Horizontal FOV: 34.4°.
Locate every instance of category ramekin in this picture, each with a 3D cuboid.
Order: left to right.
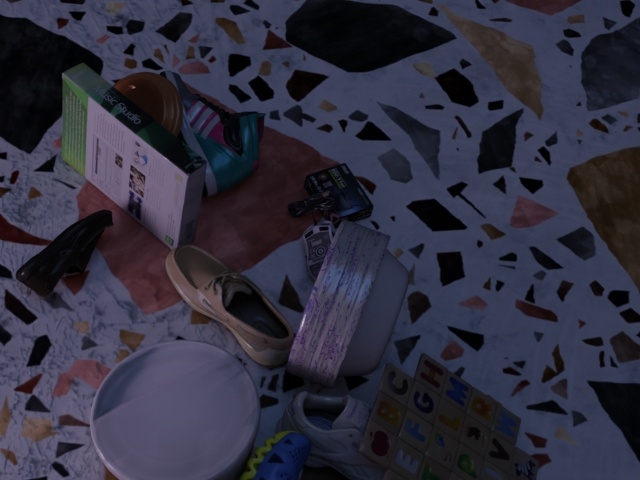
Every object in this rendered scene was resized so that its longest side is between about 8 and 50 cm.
[{"bbox_3d":[-0.227,0.304,1.668,0.273,0.127,0.272,0,51,1],"label":"ramekin"}]

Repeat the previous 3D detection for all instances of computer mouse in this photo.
[{"bbox_3d":[0.000,0.000,1.984,0.106,0.042,0.192,-18,63,16],"label":"computer mouse"}]

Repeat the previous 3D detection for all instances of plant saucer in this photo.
[{"bbox_3d":[-0.363,-0.239,2.024,0.200,0.037,0.199,-6,75,22],"label":"plant saucer"}]

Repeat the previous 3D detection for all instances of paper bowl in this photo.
[{"bbox_3d":[0.055,0.118,1.774,0.148,0.284,0.284,20,55,2],"label":"paper bowl"}]

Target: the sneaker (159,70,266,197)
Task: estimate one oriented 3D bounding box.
[{"bbox_3d":[-0.201,-0.235,2.065,0.179,0.123,0.295,-18,66,-17],"label":"sneaker"}]

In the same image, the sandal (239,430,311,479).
[{"bbox_3d":[-0.080,0.448,1.604,0.138,0.126,0.317,14,63,24],"label":"sandal"}]

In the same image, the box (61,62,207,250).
[{"bbox_3d":[-0.352,-0.151,1.915,0.322,0.232,0.058,38,53,15],"label":"box"}]

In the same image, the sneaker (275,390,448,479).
[{"bbox_3d":[0.076,0.341,1.704,0.305,0.152,0.114,19,47,2],"label":"sneaker"}]

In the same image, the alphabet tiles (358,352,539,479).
[{"bbox_3d":[0.222,0.360,1.721,0.343,0.011,0.285,35,52,-15],"label":"alphabet tiles"}]

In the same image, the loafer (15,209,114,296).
[{"bbox_3d":[-0.454,0.025,1.883,0.220,0.080,0.078,-44,105,-33],"label":"loafer"}]

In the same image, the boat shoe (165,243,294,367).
[{"bbox_3d":[-0.160,0.099,1.860,0.109,0.098,0.302,-36,69,-29],"label":"boat shoe"}]

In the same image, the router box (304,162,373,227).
[{"bbox_3d":[0.036,-0.089,2.063,0.092,0.038,0.122,-20,62,-23],"label":"router box"}]
